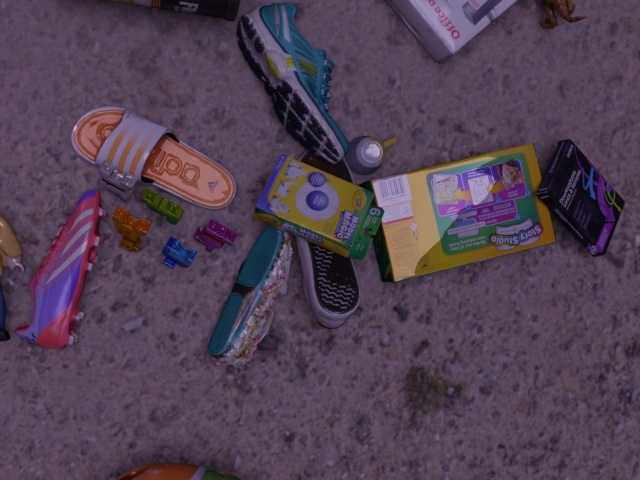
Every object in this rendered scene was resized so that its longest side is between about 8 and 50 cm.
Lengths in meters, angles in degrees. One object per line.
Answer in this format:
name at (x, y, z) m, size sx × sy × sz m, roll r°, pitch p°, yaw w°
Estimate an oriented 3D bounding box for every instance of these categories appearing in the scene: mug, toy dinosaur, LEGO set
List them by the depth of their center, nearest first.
LEGO set at (-0.254, -0.016, 1.771) m, size 0.227 × 0.093 × 0.087 m, roll 30°, pitch 61°, yaw -7°
mug at (0.078, -0.143, 1.835) m, size 0.062 × 0.064 × 0.078 m, roll 30°, pitch 84°, yaw -7°
toy dinosaur at (0.378, -0.386, 1.861) m, size 0.064 × 0.112 × 0.211 m, roll -14°, pitch 55°, yaw 8°

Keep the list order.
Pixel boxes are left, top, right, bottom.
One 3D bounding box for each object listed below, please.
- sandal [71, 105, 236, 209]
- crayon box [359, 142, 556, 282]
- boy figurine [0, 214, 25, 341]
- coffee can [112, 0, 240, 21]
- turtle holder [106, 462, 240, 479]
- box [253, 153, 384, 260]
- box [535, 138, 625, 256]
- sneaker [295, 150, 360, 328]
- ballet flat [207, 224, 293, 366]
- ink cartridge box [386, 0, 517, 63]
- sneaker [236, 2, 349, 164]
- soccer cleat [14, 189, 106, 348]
sandal at (-0.247, -0.130, 1.773) m, size 0.265 × 0.076 × 0.102 m, roll 23°, pitch 85°, yaw -8°
crayon box at (0.218, -0.044, 1.848) m, size 0.278 × 0.081 × 0.165 m, roll -13°, pitch 92°, yaw -10°
boy figurine at (-0.530, 0.014, 1.716) m, size 0.177 × 0.092 × 0.285 m, roll -8°, pitch 90°, yaw -9°
coffee can at (-0.249, -0.444, 1.715) m, size 0.275 × 0.201 × 0.201 m, roll 7°, pitch 88°, yaw -9°
turtle holder at (-0.230, 0.472, 1.711) m, size 0.227 × 0.243 × 0.320 m, roll 17°, pitch 126°, yaw 6°
box at (0.002, -0.047, 1.743) m, size 0.179 × 0.043 × 0.105 m, roll 23°, pitch 63°, yaw 1°
box at (0.418, -0.068, 1.864) m, size 0.162 × 0.029 × 0.116 m, roll 42°, pitch 58°, yaw -24°
sneaker at (0.000, 0.000, 1.811) m, size 0.106 × 0.123 × 0.290 m, roll 0°, pitch 67°, yaw -7°
ballet flat at (-0.096, 0.087, 1.804) m, size 0.077 × 0.091 × 0.241 m, roll 28°, pitch 89°, yaw -38°
ink cartridge box at (0.228, -0.412, 1.852) m, size 0.218 × 0.092 × 0.158 m, roll -41°, pitch 95°, yaw -6°
sneaker at (-0.023, -0.249, 1.794) m, size 0.110 × 0.107 × 0.275 m, roll -25°, pitch 83°, yaw -22°
soccer cleat at (-0.387, 0.040, 1.748) m, size 0.095 × 0.083 × 0.248 m, roll 13°, pitch 90°, yaw -5°
